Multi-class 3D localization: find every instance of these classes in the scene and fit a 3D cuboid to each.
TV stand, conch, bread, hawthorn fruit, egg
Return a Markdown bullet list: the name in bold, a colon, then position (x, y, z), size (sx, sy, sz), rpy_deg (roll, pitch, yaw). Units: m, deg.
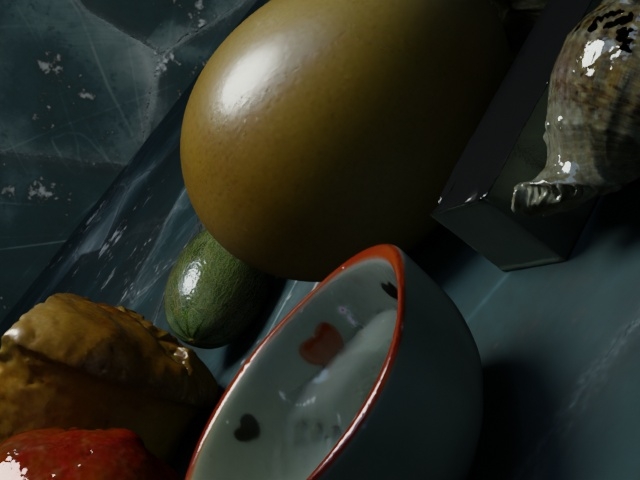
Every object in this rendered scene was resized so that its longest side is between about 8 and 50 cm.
- **TV stand**: position (0.189, -0.111, 0.920), size (0.269, 0.083, 0.088), rpy_deg (-60, 18, -19)
- **conch**: position (0.210, -0.086, 0.793), size (0.130, 0.155, 0.207), rpy_deg (49, 113, 29)
- **bread**: position (-0.219, 0.173, 1.275), size (0.194, 0.179, 0.340), rpy_deg (-59, -8, -4)
- **hawthorn fruit**: position (-0.213, 0.289, 1.017), size (0.211, 0.211, 0.299), rpy_deg (-42, 30, 35)
- **egg**: position (0.023, -0.105, 1.073), size (0.322, 0.250, 0.250), rpy_deg (-41, 19, 23)

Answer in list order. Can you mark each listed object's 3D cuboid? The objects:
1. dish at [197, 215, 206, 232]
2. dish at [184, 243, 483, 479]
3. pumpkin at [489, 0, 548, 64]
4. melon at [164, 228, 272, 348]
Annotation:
- **dish**: position (-0.116, -0.124, 1.649), size (0.273, 0.134, 0.273), rpy_deg (-57, 12, 20)
- **dish**: position (0.019, 0.137, 0.811), size (0.256, 0.117, 0.256), rpy_deg (-47, 16, 18)
- **pumpkin**: position (0.163, -0.253, 1.208), size (0.317, 0.139, 0.222), rpy_deg (-38, 19, 37)
- **melon**: position (-0.113, 0.047, 1.384), size (0.114, 0.114, 0.167), rpy_deg (-36, 21, 46)
